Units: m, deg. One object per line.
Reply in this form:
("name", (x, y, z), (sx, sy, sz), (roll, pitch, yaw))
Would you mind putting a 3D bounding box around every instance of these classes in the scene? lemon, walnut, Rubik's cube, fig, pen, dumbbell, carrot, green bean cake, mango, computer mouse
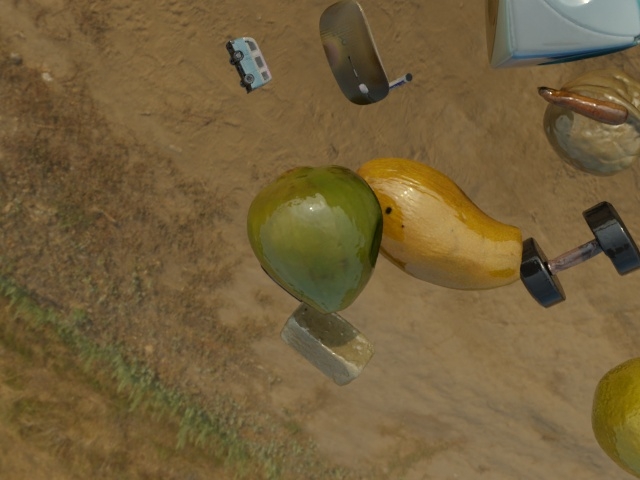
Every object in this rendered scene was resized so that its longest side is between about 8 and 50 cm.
("lemon", (0.483, 0.254, 0.761), (0.178, 0.178, 0.203), (27, 169, -7))
("walnut", (0.975, -0.412, 1.884), (0.381, 0.381, 0.381), (7, 127, 9))
("Rubik's cube", (0.639, -0.661, 1.458), (0.351, 0.347, 0.352), (-2, 102, 9))
("fig", (0.004, -0.009, 0.838), (0.207, 0.207, 0.230), (-27, 120, 29))
("pen", (0.215, -0.473, 1.672), (0.025, 0.025, 0.204), (43, 160, -18))
("dumbbell", (0.528, 0.032, 1.128), (0.218, 0.152, 0.152), (-30, 114, 24))
("carrot", (0.703, -0.366, 1.461), (0.247, 0.059, 0.059), (21, 129, 11))
("green bean cake", (0.013, 0.201, 1.083), (0.179, 0.085, 0.109), (36, 147, 8))
("mango", (0.202, -0.021, 0.986), (0.359, 0.144, 0.187), (37, 93, 5))
("computer mouse", (0.080, -0.436, 1.275), (0.125, 0.056, 0.245), (-8, 117, 34))

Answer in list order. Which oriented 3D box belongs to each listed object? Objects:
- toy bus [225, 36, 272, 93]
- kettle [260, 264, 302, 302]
("toy bus", (-0.168, -0.422, 1.289), (0.075, 0.060, 0.123), (-29, 104, -17))
("kettle", (0.026, 0.011, 1.580), (0.228, 0.321, 0.324), (39, 95, 16))
